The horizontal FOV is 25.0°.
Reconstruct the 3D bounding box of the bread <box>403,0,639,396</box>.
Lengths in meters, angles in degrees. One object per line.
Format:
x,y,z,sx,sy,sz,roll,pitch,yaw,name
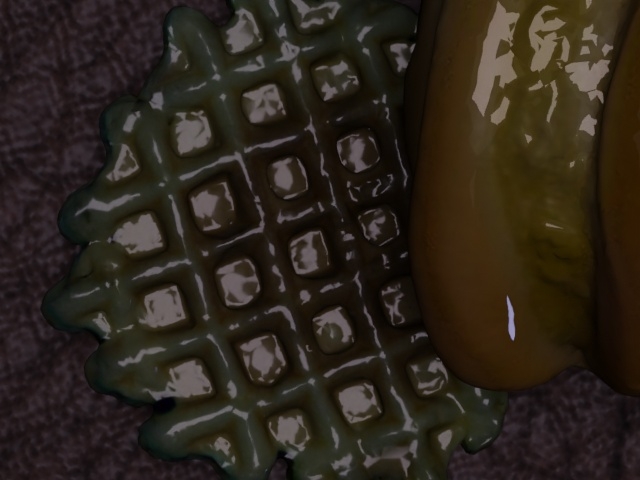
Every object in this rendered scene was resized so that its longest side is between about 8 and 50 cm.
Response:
0.174,-0.066,0.729,0.270,0.211,0.315,8,95,-16,bread

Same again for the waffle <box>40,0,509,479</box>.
0.000,0.000,0.846,0.292,0.056,0.309,23,89,-4,waffle
